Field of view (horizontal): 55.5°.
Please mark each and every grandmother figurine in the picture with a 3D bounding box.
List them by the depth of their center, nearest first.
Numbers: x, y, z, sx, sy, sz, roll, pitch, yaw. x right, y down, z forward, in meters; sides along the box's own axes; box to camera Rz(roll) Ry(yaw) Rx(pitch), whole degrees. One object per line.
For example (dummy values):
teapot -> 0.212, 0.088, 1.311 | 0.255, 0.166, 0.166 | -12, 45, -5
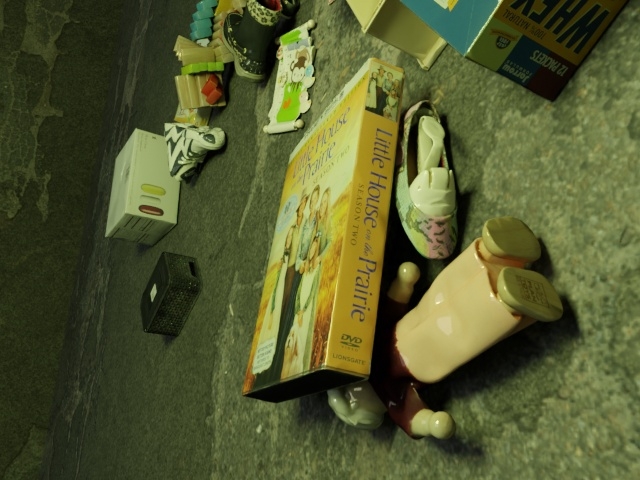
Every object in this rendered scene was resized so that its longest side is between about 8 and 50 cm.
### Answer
grandmother figurine -> 0.115, 0.128, 0.692 | 0.342, 0.104, 0.207 | -49, 27, 42

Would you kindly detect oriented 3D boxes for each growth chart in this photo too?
growth chart -> -0.059, -0.324, 1.219 | 0.172, 0.021, 0.237 | -7, 73, 56

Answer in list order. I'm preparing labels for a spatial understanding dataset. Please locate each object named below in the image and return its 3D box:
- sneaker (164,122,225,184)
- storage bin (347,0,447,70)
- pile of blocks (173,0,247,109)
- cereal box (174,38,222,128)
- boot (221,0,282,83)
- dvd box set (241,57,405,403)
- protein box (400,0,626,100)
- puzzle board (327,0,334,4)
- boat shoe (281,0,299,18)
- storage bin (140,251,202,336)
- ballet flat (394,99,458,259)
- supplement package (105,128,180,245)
sneaker -> -0.319, -0.211, 1.538 | 0.235, 0.094, 0.153 | 17, 112, 39
storage bin -> 0.136, -0.432, 0.849 | 0.260, 0.123, 0.262 | -53, 37, 32
pile of blocks -> -0.262, -0.492, 1.489 | 0.113, 0.149, 0.362 | 13, 89, 59
cereal box -> -0.326, -0.430, 1.665 | 0.173, 0.047, 0.240 | 30, 103, 57
boot -> -0.148, -0.481, 1.331 | 0.178, 0.085, 0.236 | 116, 145, -44
dvd box set -> 0.000, 0.000, 0.850 | 0.307, 0.062, 0.420 | 143, 141, -60
protein box -> 0.213, -0.299, 0.656 | 0.199, 0.136, 0.201 | -58, 35, 27
puzzle board -> 0.051, -0.508, 1.122 | 0.128, 0.011, 0.096 | -19, 62, 55
boat shoe -> -0.073, -0.538, 1.299 | 0.042, 0.049, 0.133 | -41, 53, 50
storage bin -> -0.364, 0.130, 1.471 | 0.180, 0.084, 0.122 | -58, 36, 26
ballet flat -> 0.133, -0.086, 0.756 | 0.079, 0.077, 0.221 | 115, 156, -56
supplement package -> -0.504, -0.147, 1.746 | 0.204, 0.145, 0.261 | -30, 54, 51
